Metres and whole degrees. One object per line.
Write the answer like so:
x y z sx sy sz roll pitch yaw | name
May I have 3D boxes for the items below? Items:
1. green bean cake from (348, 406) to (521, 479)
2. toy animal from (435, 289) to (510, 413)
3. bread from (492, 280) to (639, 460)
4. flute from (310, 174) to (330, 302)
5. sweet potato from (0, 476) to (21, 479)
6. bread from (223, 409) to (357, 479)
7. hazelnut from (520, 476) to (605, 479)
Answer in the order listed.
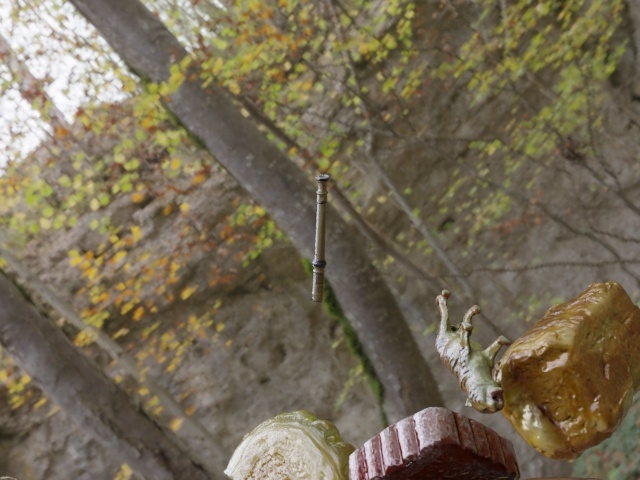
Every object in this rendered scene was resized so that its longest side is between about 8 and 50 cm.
0.111 0.224 0.884 0.135 0.056 0.135 28 -52 -34 | green bean cake
0.199 0.149 1.235 0.056 0.241 0.099 9 -72 -19 | toy animal
0.390 0.192 1.332 0.148 0.195 0.344 -35 -10 36 | bread
0.000 0.000 1.561 0.027 0.027 0.233 -16 -65 -46 | flute
-0.369 0.264 0.965 0.115 0.026 0.026 15 -61 -32 | sweet potato
-0.027 0.487 1.663 0.333 0.333 0.160 -52 -34 13 | bread
0.205 0.393 0.778 0.359 0.359 0.410 -20 -36 -42 | hazelnut
